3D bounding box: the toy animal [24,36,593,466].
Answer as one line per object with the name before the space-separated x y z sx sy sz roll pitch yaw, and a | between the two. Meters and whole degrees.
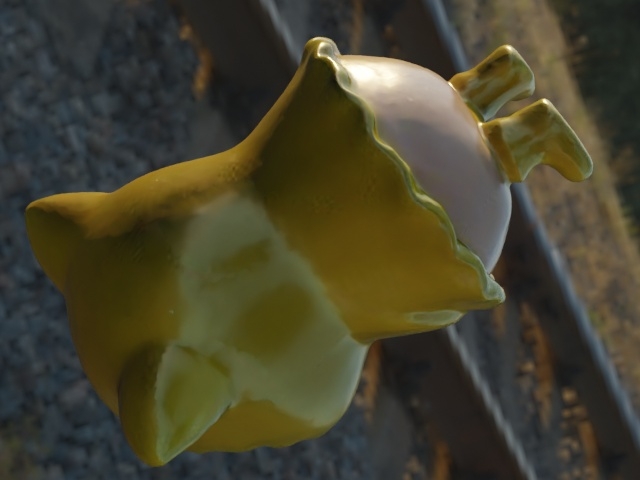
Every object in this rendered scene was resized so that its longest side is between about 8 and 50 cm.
toy animal | -0.002 -0.003 0.747 0.156 0.230 0.156 59 -1 1
